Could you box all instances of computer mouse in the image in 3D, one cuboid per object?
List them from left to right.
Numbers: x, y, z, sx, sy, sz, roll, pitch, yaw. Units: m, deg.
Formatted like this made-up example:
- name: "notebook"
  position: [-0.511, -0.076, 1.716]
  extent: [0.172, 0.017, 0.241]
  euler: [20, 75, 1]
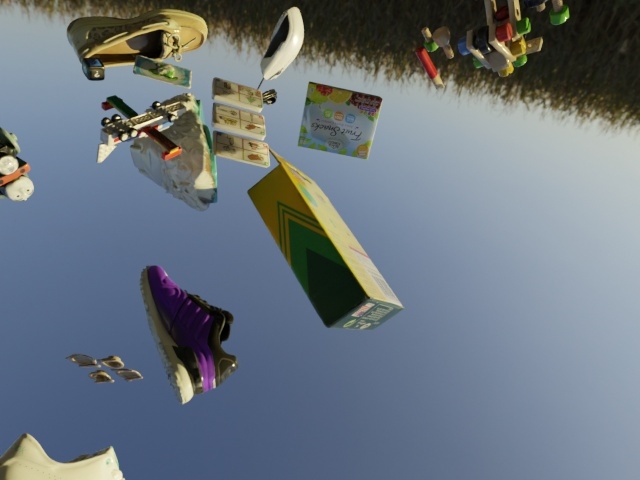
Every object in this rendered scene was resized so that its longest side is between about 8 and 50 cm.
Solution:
- name: "computer mouse"
  position: [-0.079, -0.330, 0.763]
  extent: [0.042, 0.193, 0.106]
  euler: [37, -152, 8]

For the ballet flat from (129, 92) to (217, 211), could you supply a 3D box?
- name: "ballet flat"
  position: [-0.261, -0.162, 0.724]
  extent: [0.147, 0.146, 0.409]
  euler: [1, -152, -20]

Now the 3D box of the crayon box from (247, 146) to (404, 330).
- name: "crayon box"
  position: [0.000, 0.000, 0.704]
  extent: [0.318, 0.081, 0.202]
  euler: [58, -166, 25]

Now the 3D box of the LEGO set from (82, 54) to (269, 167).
- name: "LEGO set"
  position: [-0.199, -0.173, 0.566]
  extent: [0.244, 0.060, 0.182]
  euler: [8, -131, -25]

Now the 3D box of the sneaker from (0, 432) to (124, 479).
- name: "sneaker"
  position: [-0.215, 0.257, 0.401]
  extent: [0.080, 0.212, 0.094]
  euler: [-21, -141, 26]

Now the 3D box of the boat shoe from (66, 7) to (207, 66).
- name: "boat shoe"
  position: [-0.372, -0.420, 0.878]
  extent: [0.285, 0.104, 0.089]
  euler: [-22, -109, -25]

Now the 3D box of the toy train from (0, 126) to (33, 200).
- name: "toy train"
  position: [-0.892, -0.223, 1.070]
  extent: [0.334, 0.190, 0.142]
  euler: [26, -128, 17]

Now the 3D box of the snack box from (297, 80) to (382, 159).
- name: "snack box"
  position: [0.051, -0.336, 1.154]
  extent: [0.207, 0.174, 0.070]
  euler: [11, -155, -5]

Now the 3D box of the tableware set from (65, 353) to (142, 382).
- name: "tableware set"
  position: [-0.552, 0.330, 1.052]
  extent: [0.141, 0.168, 0.020]
  euler: [-5, -132, 8]

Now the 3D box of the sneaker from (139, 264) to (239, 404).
- name: "sneaker"
  position: [-0.246, 0.156, 0.789]
  extent: [0.146, 0.102, 0.293]
  euler: [-17, -126, -28]

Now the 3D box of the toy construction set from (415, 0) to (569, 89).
- name: "toy construction set"
  position: [0.427, -0.486, 1.042]
  extent: [0.237, 0.309, 0.257]
  euler: [40, -144, -43]
